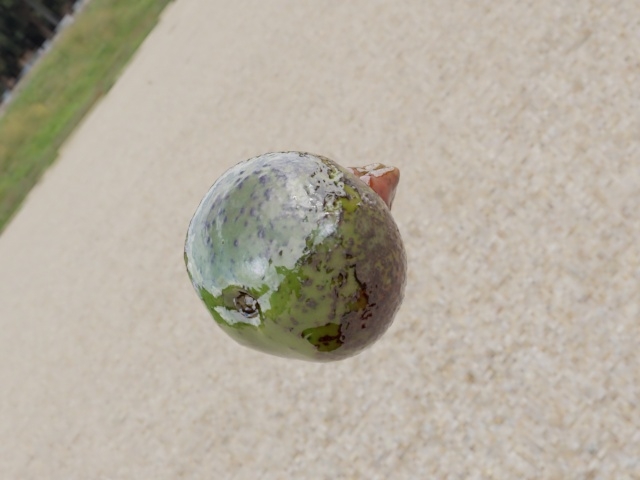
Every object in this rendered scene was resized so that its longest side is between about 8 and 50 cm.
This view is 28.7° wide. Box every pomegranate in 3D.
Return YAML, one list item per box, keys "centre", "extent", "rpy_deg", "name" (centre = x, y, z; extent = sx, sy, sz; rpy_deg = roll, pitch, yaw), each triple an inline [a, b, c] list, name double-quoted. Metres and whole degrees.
- centre: [0.000, 0.000, 1.184]
  extent: [0.248, 0.214, 0.214]
  rpy_deg: [-39, 4, -37]
  name: "pomegranate"
